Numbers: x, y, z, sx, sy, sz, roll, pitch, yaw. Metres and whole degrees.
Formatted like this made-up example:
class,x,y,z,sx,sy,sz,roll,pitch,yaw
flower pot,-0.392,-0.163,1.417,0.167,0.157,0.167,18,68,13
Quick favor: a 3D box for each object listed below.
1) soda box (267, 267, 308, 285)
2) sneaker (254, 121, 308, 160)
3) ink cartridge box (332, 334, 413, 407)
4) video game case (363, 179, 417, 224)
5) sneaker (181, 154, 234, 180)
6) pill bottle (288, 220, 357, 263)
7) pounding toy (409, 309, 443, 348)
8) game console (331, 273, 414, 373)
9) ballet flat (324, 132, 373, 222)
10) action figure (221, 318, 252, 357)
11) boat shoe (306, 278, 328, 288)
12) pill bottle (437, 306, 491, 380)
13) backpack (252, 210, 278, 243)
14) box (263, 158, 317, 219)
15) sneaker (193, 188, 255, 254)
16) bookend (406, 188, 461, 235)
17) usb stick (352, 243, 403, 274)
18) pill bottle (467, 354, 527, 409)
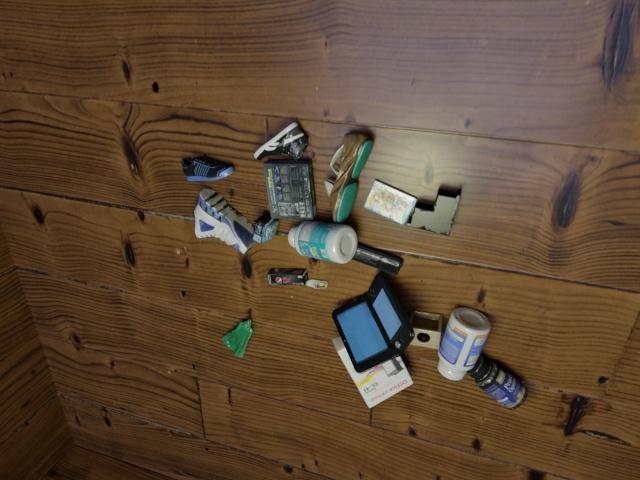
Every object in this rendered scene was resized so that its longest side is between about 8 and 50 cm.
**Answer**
class,x,y,z,sx,sy,sz,roll,pitch,yaw
soda box,-0.141,0.156,1.858,0.169,0.060,0.053,0,116,18
sneaker,-0.141,-0.331,1.605,0.217,0.079,0.121,-31,100,28
ink cartridge box,0.221,0.508,1.819,0.226,0.131,0.306,-29,104,-2
video game case,0.256,-0.140,1.599,0.167,0.015,0.119,25,120,6
sneaker,-0.458,-0.295,1.733,0.233,0.081,0.090,-2,122,21
pill bottle,0.000,0.000,1.659,0.264,0.146,0.146,9,120,41
pounding toy,0.370,0.364,1.711,0.206,0.181,0.094,7,117,16
game console,0.192,0.318,1.665,0.174,0.293,0.250,-10,143,-22
ballet flat,0.082,-0.233,1.569,0.124,0.116,0.342,32,123,26
action figure,-0.384,0.455,2.089,0.137,0.063,0.232,36,125,2
boat shoe,-0.018,0.189,1.845,0.100,0.035,0.035,4,116,17
pill bottle,0.549,0.410,1.689,0.153,0.152,0.271,16,120,11
backpack,-0.226,-0.043,1.764,0.084,0.105,0.114,26,126,7
box,-0.115,-0.196,1.675,0.184,0.059,0.232,3,117,18
sneaker,-0.422,-0.053,1.828,0.315,0.127,0.182,46,124,1
bookend,0.400,-0.115,1.528,0.158,0.072,0.156,14,118,13
usb stick,0.186,0.062,1.707,0.278,0.045,0.077,19,127,9
pill bottle,0.702,0.563,1.728,0.219,0.122,0.122,37,121,-2
